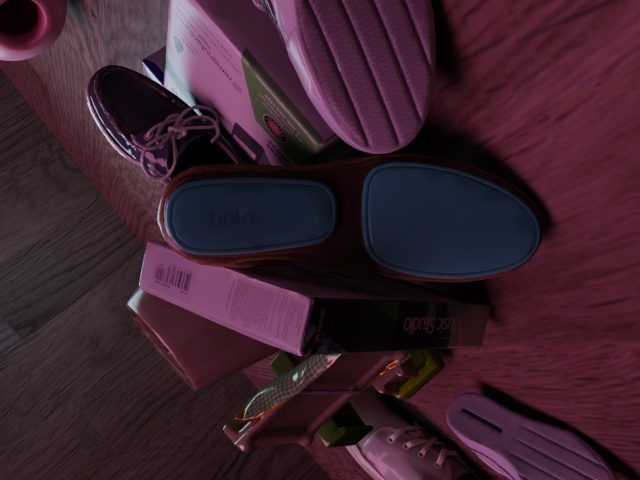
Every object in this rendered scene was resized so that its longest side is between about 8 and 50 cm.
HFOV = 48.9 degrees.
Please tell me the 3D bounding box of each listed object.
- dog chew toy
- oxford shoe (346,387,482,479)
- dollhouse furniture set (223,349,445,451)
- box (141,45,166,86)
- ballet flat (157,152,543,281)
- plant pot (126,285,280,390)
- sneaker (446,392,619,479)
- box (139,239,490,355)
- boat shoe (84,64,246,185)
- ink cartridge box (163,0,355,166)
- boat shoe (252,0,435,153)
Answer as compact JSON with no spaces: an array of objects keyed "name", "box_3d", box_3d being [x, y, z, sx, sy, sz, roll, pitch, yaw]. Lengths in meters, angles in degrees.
[{"name":"dog chew toy","box_3d":[-0.607,-0.475,1.303,0.332,0.206,0.206,48,162,35]},{"name":"oxford shoe","box_3d":[0.175,0.392,1.249,0.449,0.169,0.130,47,120,33]},{"name":"dollhouse furniture set","box_3d":[0.003,0.151,0.910,0.151,0.197,0.301,53,-164,29]},{"name":"box","box_3d":[-0.198,-0.207,1.052,0.126,0.072,0.137,49,161,7]},{"name":"ballet flat","box_3d":[0.025,-0.022,0.659,0.124,0.342,0.116,-118,27,-82]},{"name":"plant pot","box_3d":[-0.166,0.094,1.216,0.323,0.280,0.323,44,159,22]},{"name":"sneaker","box_3d":[0.275,0.273,0.884,0.091,0.094,0.258,42,173,-36]},{"name":"box","box_3d":[0.006,0.061,0.758,0.232,0.058,0.322,16,-174,40]},{"name":"boat shoe","box_3d":[-0.141,-0.090,0.736,0.254,0.095,0.079,49,162,-6]},{"name":"ink cartridge box","box_3d":[-0.058,-0.156,0.763,0.211,0.121,0.289,49,160,2]},{"name":"boat shoe","box_3d":[-0.007,-0.231,0.568,0.335,0.121,0.119,68,164,-14]}]
